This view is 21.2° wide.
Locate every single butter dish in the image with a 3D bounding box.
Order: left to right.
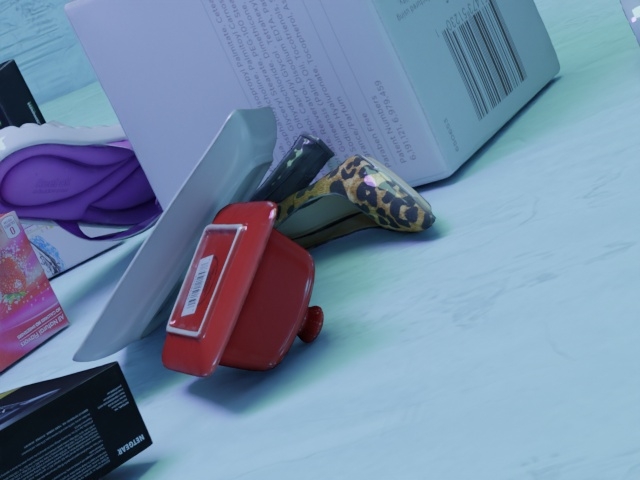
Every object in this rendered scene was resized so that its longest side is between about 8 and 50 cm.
[{"bbox_3d":[-0.052,0.055,1.489,0.160,0.118,0.160,1,70,68],"label":"butter dish"}]

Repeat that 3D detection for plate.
[{"bbox_3d":[-0.126,-0.005,1.664,0.278,0.045,0.277,-56,0,7],"label":"plate"}]

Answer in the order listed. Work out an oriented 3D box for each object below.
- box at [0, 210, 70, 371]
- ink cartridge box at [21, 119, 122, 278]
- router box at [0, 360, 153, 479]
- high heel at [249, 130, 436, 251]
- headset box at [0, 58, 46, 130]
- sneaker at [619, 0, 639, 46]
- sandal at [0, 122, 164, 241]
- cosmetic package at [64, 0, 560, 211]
[{"bbox_3d":[-0.445,0.105,1.862,0.142,0.154,0.300,-9,21,46],"label":"box"},{"bbox_3d":[-0.404,-0.033,2.238,0.233,0.168,0.171,-27,14,-11],"label":"ink cartridge box"},{"bbox_3d":[-0.322,0.206,1.346,0.243,0.081,0.309,-17,8,40],"label":"router box"},{"bbox_3d":[0.000,0.000,1.720,0.186,0.093,0.261,-53,36,-7],"label":"high heel"},{"bbox_3d":[-0.514,-0.100,2.502,0.283,0.246,0.131,-20,15,14],"label":"headset box"},{"bbox_3d":[0.397,-0.272,1.920,0.091,0.094,0.258,-23,13,24],"label":"sneaker"},{"bbox_3d":[-0.237,-0.060,2.051,0.416,0.169,0.102,-8,44,-43],"label":"sandal"},{"bbox_3d":[-0.004,-0.232,1.973,0.394,0.327,0.329,-15,17,36],"label":"cosmetic package"}]
